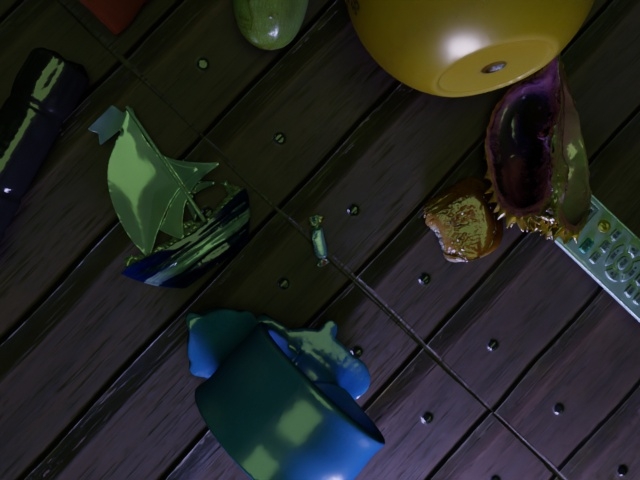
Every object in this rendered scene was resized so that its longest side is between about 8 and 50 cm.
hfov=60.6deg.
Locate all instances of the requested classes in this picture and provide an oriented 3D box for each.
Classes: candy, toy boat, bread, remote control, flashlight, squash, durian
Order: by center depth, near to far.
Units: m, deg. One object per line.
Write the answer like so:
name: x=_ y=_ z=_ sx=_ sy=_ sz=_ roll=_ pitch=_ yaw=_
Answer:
squash: x=-0.057 y=-0.462 z=0.774 sx=0.118 sy=0.118 sz=0.370 roll=8 pitch=114 yaw=-7
flashlight: x=-0.472 y=-0.088 z=0.795 sx=0.103 sy=0.103 sz=0.423 roll=28 pitch=86 yaw=-7
toy boat: x=-0.219 y=-0.073 z=0.835 sx=0.210 sy=0.070 sz=0.291 roll=-12 pitch=90 yaw=-9
durian: x=0.357 y=-0.118 z=0.862 sx=0.187 sy=0.154 sz=0.260 roll=24 pitch=74 yaw=-18
candy: x=0.000 y=0.000 z=0.884 sx=0.030 sy=0.020 sz=0.083 roll=-13 pitch=94 yaw=-3
bread: x=0.243 y=-0.032 z=0.903 sx=0.126 sy=0.044 sz=0.129 roll=-26 pitch=97 yaw=-4
remote control: x=0.492 y=0.028 z=0.931 sx=0.293 sy=0.051 sz=0.103 roll=44 pitch=86 yaw=-2

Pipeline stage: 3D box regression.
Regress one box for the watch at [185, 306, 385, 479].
watch: x=-0.063 y=0.206 z=0.755 sx=0.305 sy=0.274 sz=0.241 roll=41 pitch=87 yaw=-11

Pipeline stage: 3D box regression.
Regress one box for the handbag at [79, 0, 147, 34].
handbag: x=-0.208 y=-0.490 z=0.707 sx=0.116 sy=0.303 sz=0.410 roll=41 pitch=90 yaw=0

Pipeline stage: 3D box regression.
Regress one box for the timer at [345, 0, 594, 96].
timer: x=0.194 y=-0.409 z=0.747 sx=0.376 sy=0.376 sz=0.386 roll=-10 pitch=85 yaw=-7
